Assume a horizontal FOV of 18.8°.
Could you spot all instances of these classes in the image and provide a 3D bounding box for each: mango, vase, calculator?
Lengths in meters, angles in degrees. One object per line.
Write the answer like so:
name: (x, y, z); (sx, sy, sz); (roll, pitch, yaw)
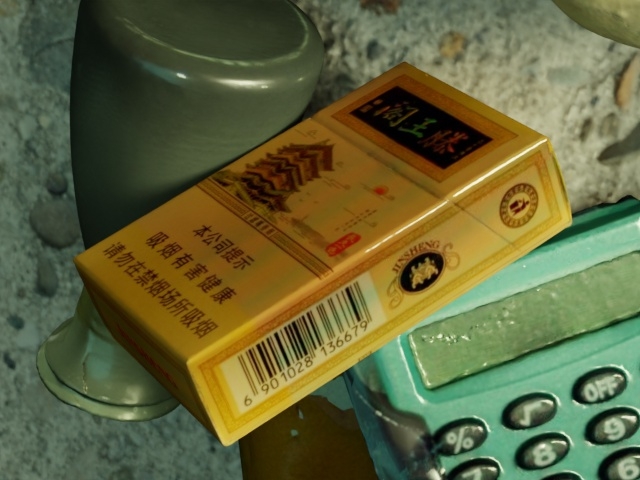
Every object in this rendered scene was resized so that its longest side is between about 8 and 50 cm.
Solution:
mango: (0.016, 0.135, 1.391); (0.166, 0.136, 0.236); (34, 126, 9)
vase: (-0.117, -0.028, 1.404); (0.173, 0.173, 0.321); (29, 124, 18)
calculator: (0.157, 0.127, 1.284); (0.248, 0.058, 0.274); (-19, 97, -3)

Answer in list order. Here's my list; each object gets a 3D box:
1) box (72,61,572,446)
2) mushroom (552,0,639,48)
box: (0.000, 0.000, 1.247); (0.174, 0.274, 0.076); (37, 154, 52)
mushroom: (0.205, -0.225, 1.136); (0.246, 0.202, 0.246); (13, 122, 22)
